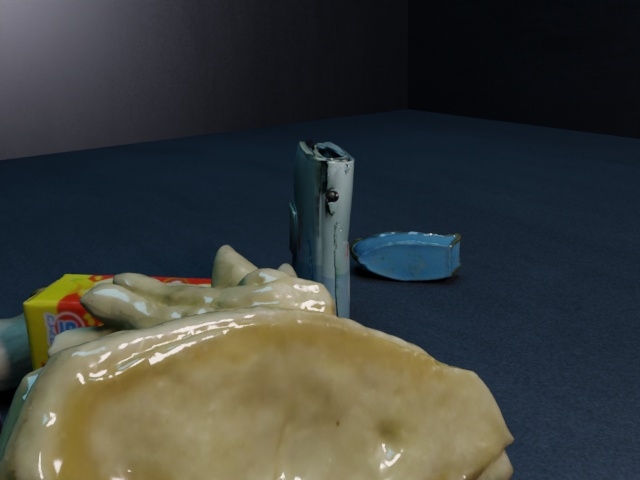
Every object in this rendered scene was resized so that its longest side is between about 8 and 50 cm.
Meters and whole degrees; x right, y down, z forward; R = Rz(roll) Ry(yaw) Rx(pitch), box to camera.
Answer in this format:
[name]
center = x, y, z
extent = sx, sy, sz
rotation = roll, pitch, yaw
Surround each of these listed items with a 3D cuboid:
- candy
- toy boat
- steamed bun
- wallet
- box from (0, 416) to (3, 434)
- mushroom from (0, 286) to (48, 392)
[candy]
center = -0.166, 0.119, 0.787
extent = 0.275, 0.146, 0.088
rotation = 3, 18, 11
[toy boat]
center = 0.135, 0.019, 1.186
extent = 0.185, 0.075, 0.077
rotation = -1, 19, 16
[steamed bun]
center = -0.059, 0.117, 0.587
extent = 0.427, 0.247, 0.189
rotation = 0, -7, -37
[wallet]
center = 0.000, 0.000, 0.967
extent = 0.074, 0.251, 0.176
rotation = 0, 16, -7
[box]
center = -0.345, 0.220, 0.606
extent = 0.120, 0.069, 0.224
rotation = -5, 19, -9
[mushroom]
center = -0.405, 0.137, 0.790
extent = 0.159, 0.122, 0.328
rotation = 3, 13, 42
